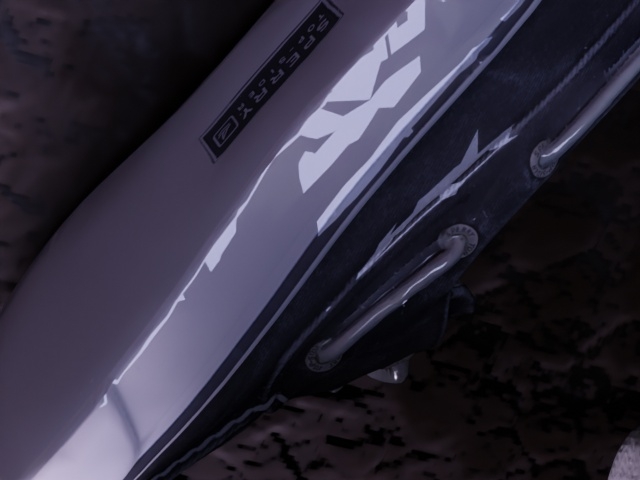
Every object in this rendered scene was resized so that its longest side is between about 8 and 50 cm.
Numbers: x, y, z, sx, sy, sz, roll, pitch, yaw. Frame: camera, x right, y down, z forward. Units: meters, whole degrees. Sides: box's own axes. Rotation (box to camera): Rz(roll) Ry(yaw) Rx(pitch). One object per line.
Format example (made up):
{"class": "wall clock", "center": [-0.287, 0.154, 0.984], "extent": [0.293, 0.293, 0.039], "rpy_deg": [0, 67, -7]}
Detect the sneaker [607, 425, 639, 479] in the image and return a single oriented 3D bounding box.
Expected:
{"class": "sneaker", "center": [0.181, 0.069, 0.664], "extent": [0.126, 0.091, 0.240], "rpy_deg": [4, 122, -19]}

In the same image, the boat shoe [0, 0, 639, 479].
{"class": "boat shoe", "center": [0.000, 0.000, 0.577], "extent": [0.102, 0.108, 0.301], "rpy_deg": [36, 101, -27]}
